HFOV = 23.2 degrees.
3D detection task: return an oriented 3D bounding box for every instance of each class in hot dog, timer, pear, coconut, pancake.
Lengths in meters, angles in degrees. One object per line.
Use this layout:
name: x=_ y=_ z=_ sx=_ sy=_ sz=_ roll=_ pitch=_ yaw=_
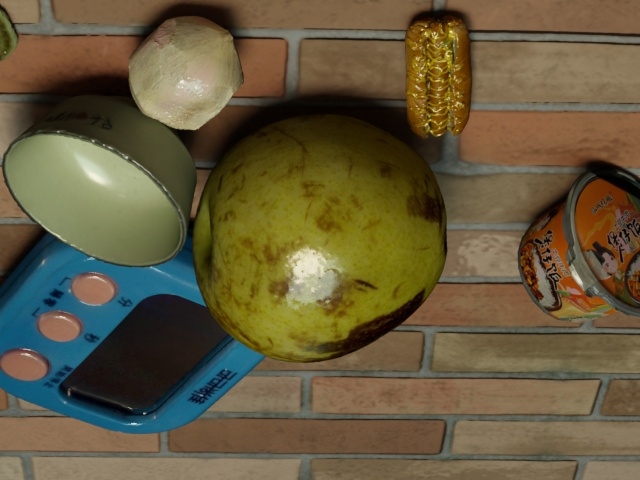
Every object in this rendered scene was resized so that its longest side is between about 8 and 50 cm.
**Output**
hot dog: x=0.124 y=-0.172 z=1.636 sx=0.071 sy=0.045 sz=0.165 roll=-2 pitch=140 yaw=3
timer: x=-0.234 y=0.100 z=1.891 sx=0.309 sy=0.115 sz=0.340 roll=25 pitch=133 yaw=-25
pear: x=0.000 y=0.000 z=1.673 sx=0.283 sy=0.284 sz=0.283 roll=-1 pitch=139 yaw=-1
coconut: x=-0.129 y=-0.175 z=1.583 sx=0.110 sy=0.110 sz=0.124 roll=31 pitch=137 yaw=-32
pancake: x=-0.361 y=-0.215 z=1.598 sx=0.108 sy=0.017 sz=0.108 roll=2 pitch=140 yaw=2

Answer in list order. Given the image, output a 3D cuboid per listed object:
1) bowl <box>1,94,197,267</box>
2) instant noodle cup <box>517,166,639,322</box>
bowl: x=-0.220 y=-0.077 z=1.665 sx=0.211 sy=0.112 sz=0.211 roll=16 pitch=142 yaw=13
instant noodle cup: x=0.307 y=0.018 z=1.786 sx=0.208 sy=0.178 sz=0.125 roll=-9 pitch=168 yaw=-41
